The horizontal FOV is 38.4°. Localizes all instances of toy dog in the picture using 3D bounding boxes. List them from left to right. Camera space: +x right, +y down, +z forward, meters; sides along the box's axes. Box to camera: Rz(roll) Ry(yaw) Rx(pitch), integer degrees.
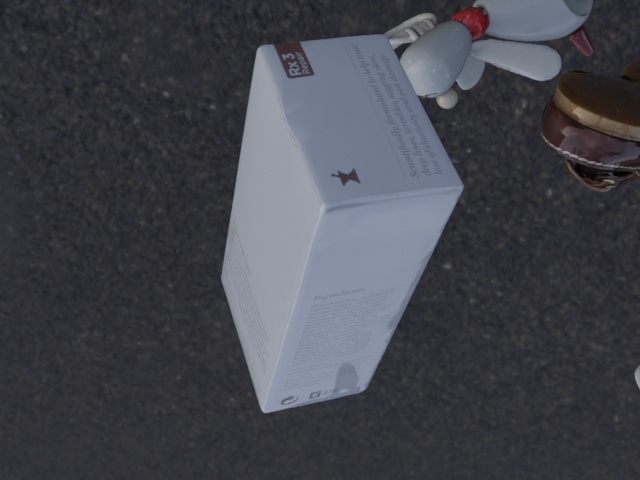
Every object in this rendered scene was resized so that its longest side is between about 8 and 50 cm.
[{"bbox_3d":[0.252,-0.258,1.190,0.333,0.220,0.161,-31,109,-3],"label":"toy dog"}]

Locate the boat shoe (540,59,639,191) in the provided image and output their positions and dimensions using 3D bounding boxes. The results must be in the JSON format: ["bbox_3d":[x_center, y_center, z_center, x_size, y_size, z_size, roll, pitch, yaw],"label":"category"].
[{"bbox_3d":[0.185,-0.064,0.569,0.073,0.207,0.073,37,119,23],"label":"boat shoe"}]

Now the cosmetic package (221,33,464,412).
[{"bbox_3d":[0.000,0.000,0.560,0.085,0.117,0.231,-9,148,-20],"label":"cosmetic package"}]

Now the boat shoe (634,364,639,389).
[{"bbox_3d":[0.615,0.267,1.381,0.118,0.320,0.103,5,117,-33],"label":"boat shoe"}]
